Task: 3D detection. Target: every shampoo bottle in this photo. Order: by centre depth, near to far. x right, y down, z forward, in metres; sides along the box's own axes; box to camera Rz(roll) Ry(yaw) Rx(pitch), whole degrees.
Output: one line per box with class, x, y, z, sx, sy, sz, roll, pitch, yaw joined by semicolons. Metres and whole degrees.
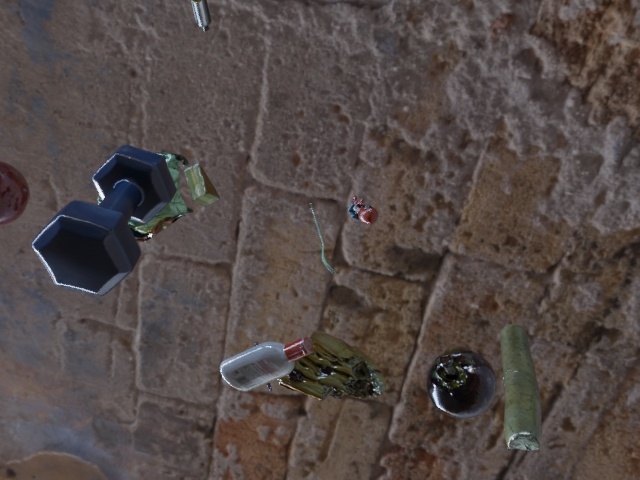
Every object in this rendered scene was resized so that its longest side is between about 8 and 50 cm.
shampoo bottle;-0.116;0.274;1.185;0.108;0.221;0.051;49;-155;-29

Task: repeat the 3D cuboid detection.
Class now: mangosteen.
mangosteen;0.444;0.457;1.729;0.289;0.231;0.231;37;-119;-43

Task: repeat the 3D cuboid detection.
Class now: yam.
yam;0.450;0.320;1.186;0.371;0.083;0.083;-60;-16;-57

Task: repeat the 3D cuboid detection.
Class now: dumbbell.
dumbbell;-0.371;-0.049;0.944;0.325;0.144;0.160;-87;-13;-58

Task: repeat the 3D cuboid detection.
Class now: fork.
fork;-0.002;0.001;1.585;0.039;0.021;0.235;5;117;63

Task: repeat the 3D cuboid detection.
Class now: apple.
apple;-0.751;-0.108;1.213;0.120;0.153;0.153;28;-104;-79

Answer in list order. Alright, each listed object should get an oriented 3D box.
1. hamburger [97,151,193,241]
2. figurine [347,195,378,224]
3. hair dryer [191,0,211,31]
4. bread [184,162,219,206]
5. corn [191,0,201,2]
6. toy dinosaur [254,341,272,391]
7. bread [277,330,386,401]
hamburger;-0.510;-0.144;1.486;0.150;0.260;0.276;54;-158;-67
figurine;0.154;-0.101;1.886;0.075;0.068;0.140;-59;37;12
hair dryer;-0.425;-0.744;1.516;0.156;0.320;0.284;-55;-3;-36
bread;-0.440;-0.207;1.946;0.084;0.074;0.139;29;-144;-64
corn;-0.330;-0.713;1.320;0.080;0.080;0.238;85;175;-79
toy dinosaur;-0.187;0.412;1.698;0.080;0.045;0.197;91;160;-44
bread;0.045;0.427;1.780;0.314;0.370;0.192;57;-129;-87
